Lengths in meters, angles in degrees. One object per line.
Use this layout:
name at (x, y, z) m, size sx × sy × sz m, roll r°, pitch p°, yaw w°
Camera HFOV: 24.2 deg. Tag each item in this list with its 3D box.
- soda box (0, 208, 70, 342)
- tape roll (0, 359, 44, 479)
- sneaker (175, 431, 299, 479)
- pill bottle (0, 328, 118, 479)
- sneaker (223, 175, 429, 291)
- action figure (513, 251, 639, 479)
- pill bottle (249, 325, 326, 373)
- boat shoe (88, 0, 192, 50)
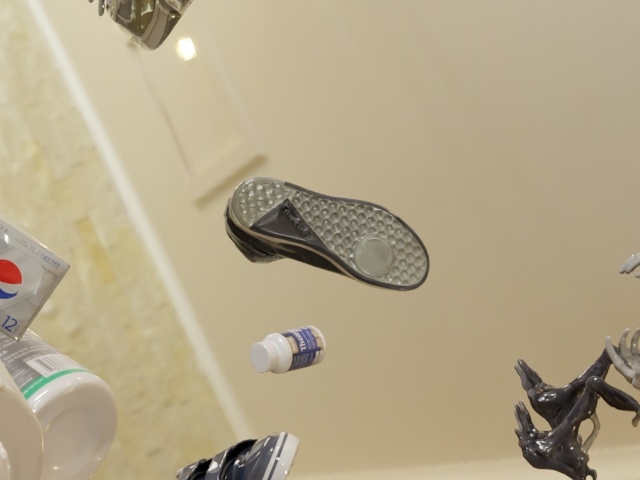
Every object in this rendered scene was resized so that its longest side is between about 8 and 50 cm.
soda box at (-0.338, 0.016, 1.504) m, size 0.098 × 0.091 × 0.286 m, roll 35°, pitch -5°, yaw -20°
tape roll at (-0.308, 0.145, 0.873) m, size 0.100 × 0.286 × 0.286 m, roll 51°, pitch -28°, yaw 30°
sneaker at (-0.140, 0.349, 1.975) m, size 0.127 × 0.126 × 0.321 m, roll 28°, pitch -51°, yaw -5°
pill bottle at (-0.483, 0.216, 2.183) m, size 0.361 × 0.204 × 0.204 m, roll 27°, pitch -43°, yaw 36°
sneaker at (0.000, -0.002, 1.630) m, size 0.226 × 0.086 × 0.163 m, roll 23°, pitch -12°, yaw -8°
action figure at (0.283, 0.095, 1.221) m, size 0.276 × 0.164 × 0.141 m, roll -29°, pitch -75°, yaw 27°
pill bottle at (-0.054, 0.179, 2.407) m, size 0.067 × 0.120 × 0.067 m, roll 10°, pitch -75°, yaw 44°
boat shoe at (-0.158, -0.259, 1.390) m, size 0.103 × 0.118 × 0.320 m, roll 34°, pitch -6°, yaw -10°
